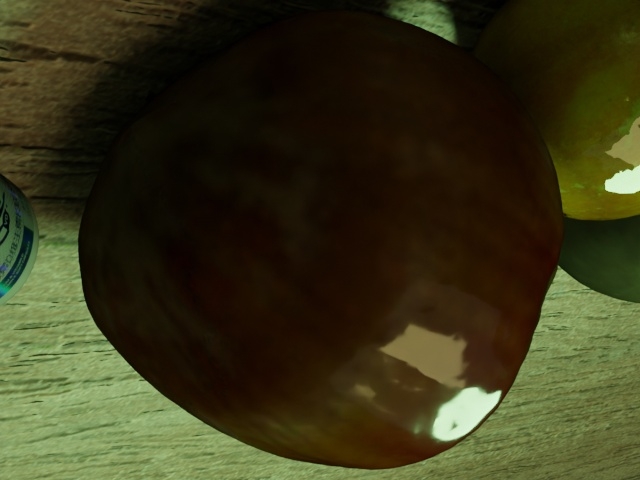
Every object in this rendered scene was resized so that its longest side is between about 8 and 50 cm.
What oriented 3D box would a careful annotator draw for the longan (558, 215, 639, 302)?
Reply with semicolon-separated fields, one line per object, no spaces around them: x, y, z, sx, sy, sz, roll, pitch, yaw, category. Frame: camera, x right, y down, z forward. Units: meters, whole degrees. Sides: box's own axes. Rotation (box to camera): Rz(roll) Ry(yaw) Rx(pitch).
0.332;-0.061;1.709;0.300;0.243;0.300;-17;174;-2;longan

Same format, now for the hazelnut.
0.007;0.004;1.336;0.365;0.366;0.366;-27;158;-12;hazelnut

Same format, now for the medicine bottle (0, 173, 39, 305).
-0.269;-0.021;1.161;0.107;0.107;0.191;-34;158;4;medicine bottle

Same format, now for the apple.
0.227;-0.125;1.478;0.207;0.237;0.237;-17;155;-11;apple
